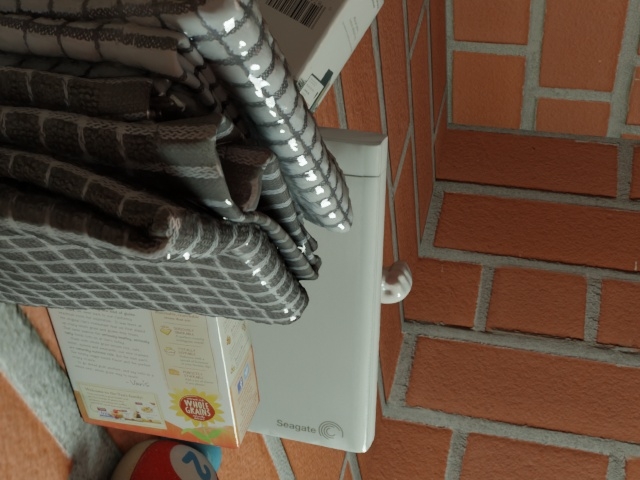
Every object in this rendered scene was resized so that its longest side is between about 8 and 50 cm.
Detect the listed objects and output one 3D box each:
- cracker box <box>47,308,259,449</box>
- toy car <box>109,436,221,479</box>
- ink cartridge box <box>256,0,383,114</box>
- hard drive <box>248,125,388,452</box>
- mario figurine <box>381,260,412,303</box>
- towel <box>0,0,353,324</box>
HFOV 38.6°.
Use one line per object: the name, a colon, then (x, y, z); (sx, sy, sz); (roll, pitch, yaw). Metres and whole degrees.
cracker box: (-0.144, 0.068, 0.780); (0.067, 0.155, 0.232); (-67, 159, -48)
toy car: (-0.096, 0.319, 0.927); (0.219, 0.238, 0.210); (-32, 128, -73)
ink cartridge box: (-0.069, -0.174, 0.814); (0.219, 0.160, 0.092); (-57, 166, -4)
hard drive: (-0.051, 0.050, 0.979); (0.047, 0.233, 0.353); (-50, 145, -61)
mario figurine: (0.000, 0.000, 1.137); (0.320, 0.198, 0.170); (-167, -109, -82)
towel: (-0.141, -0.033, 0.480); (0.235, 0.283, 0.121); (59, 41, -66)
